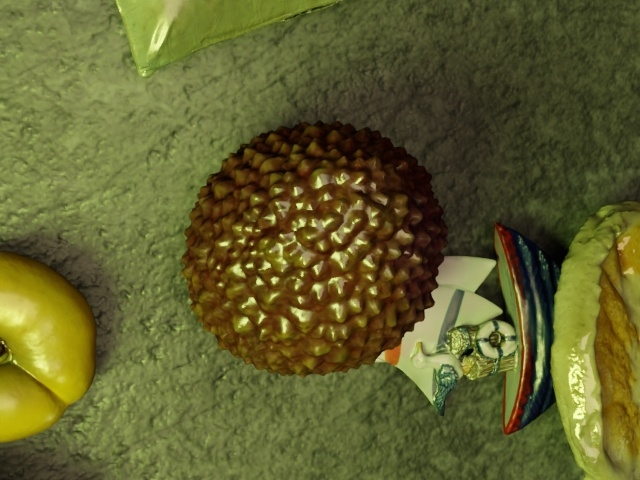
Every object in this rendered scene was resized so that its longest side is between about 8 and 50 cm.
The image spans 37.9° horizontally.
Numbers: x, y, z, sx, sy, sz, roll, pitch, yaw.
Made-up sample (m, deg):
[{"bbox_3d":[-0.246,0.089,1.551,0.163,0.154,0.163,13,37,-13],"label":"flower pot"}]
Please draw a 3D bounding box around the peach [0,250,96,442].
[{"bbox_3d":[-0.294,0.102,0.859,0.179,0.103,0.179,-1,95,-17],"label":"peach"}]

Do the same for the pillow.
[{"bbox_3d":[-0.067,-0.295,0.916,0.303,0.075,0.184,-22,100,-12],"label":"pillow"}]

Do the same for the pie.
[{"bbox_3d":[0.349,0.122,1.008,0.339,0.077,0.338,1,88,-40],"label":"pie"}]

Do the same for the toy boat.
[{"bbox_3d":[0.135,0.076,1.003,0.318,0.072,0.219,22,90,-5],"label":"toy boat"}]

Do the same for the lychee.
[{"bbox_3d":[0.000,0.000,0.849,0.272,0.271,0.271,-1,93,-15],"label":"lychee"}]
